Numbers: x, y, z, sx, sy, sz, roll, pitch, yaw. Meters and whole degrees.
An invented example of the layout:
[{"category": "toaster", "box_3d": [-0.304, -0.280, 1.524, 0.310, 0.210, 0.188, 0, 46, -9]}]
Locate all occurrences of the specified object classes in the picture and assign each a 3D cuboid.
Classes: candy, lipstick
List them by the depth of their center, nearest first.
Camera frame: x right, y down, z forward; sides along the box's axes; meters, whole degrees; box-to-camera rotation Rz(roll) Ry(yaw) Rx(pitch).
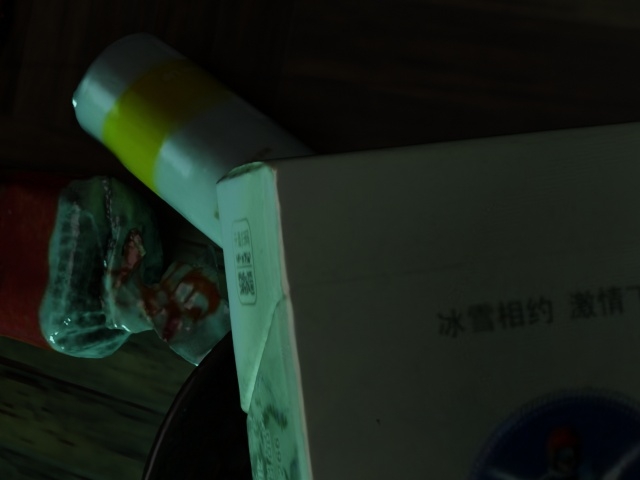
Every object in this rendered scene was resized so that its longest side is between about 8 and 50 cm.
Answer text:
[{"category": "lipstick", "box_3d": [0.000, 0.000, 0.638, 0.264, 0.059, 0.059, 39, 107, 29]}, {"category": "candy", "box_3d": [-0.154, 0.002, 0.739, 0.292, 0.059, 0.086, 11, 93, 35]}]

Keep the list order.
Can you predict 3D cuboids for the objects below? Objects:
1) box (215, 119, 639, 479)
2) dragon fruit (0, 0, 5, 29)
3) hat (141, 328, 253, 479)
[{"category": "box", "box_3d": [0.067, 0.096, 0.468, 0.069, 0.164, 0.256, 168, 95, -74]}, {"category": "dragon fruit", "box_3d": [-0.249, -0.132, 0.786, 0.153, 0.111, 0.153, -7, 79, 35]}, {"category": "hat", "box_3d": [0.027, 0.103, 0.540, 0.193, 0.082, 0.193, 1, 86, -11]}]
